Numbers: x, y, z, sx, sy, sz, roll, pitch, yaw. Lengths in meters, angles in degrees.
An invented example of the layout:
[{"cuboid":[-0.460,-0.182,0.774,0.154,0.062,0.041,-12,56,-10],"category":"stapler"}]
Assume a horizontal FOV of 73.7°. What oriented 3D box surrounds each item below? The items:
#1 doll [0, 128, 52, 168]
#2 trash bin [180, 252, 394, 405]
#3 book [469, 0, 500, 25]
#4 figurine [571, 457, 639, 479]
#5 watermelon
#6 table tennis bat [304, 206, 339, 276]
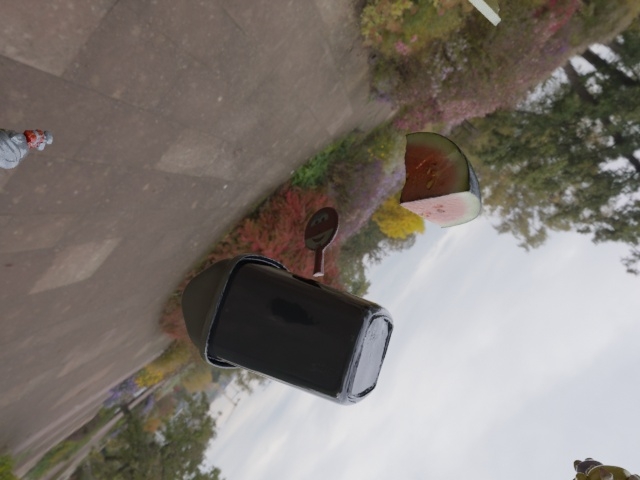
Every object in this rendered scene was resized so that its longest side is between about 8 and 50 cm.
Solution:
[{"cuboid":[-0.600,-0.183,0.832,0.094,0.079,0.180,-26,-163,17],"category":"doll"},{"cuboid":[-0.050,0.131,0.659,0.209,0.290,0.183,35,72,-64],"category":"trash bin"},{"cuboid":[0.179,-0.403,0.581,0.192,0.168,0.013,14,152,-40],"category":"book"},{"cuboid":[0.457,0.418,0.627,0.235,0.127,0.155,61,30,-69],"category":"figurine"},{"cuboid":[0.214,-0.117,0.762,0.193,0.137,0.146,87,11,-73],"category":"watermelon"},{"cuboid":[0.000,0.000,0.870,0.098,0.019,0.155,-21,-126,39],"category":"table tennis bat"}]
